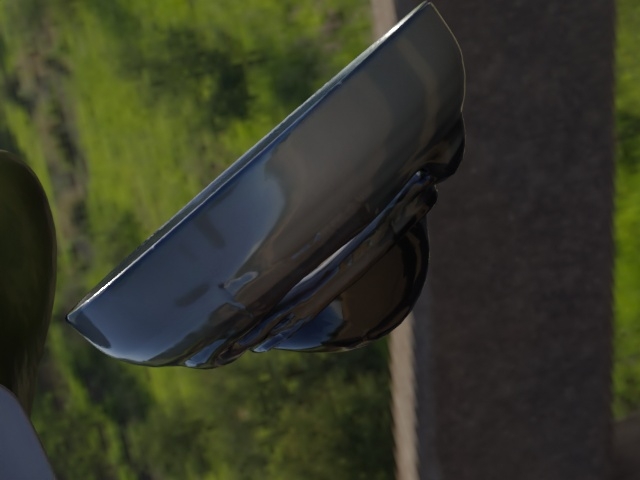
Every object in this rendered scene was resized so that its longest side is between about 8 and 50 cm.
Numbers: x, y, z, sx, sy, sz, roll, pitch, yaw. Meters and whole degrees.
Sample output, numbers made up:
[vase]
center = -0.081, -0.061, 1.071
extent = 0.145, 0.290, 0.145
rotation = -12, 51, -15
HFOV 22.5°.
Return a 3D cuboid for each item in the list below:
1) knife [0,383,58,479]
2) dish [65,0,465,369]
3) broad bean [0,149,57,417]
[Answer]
[knife]
center = -0.141, 0.071, 0.604
extent = 0.244, 0.058, 0.032
rotation = 56, 169, 6
[dish]
center = 0.000, 0.000, 0.915
extent = 0.134, 0.273, 0.273
rotation = 48, 165, -4
[broad bean]
center = -0.246, 0.066, 1.073
extent = 0.189, 0.121, 0.263
rotation = 73, -165, -50
